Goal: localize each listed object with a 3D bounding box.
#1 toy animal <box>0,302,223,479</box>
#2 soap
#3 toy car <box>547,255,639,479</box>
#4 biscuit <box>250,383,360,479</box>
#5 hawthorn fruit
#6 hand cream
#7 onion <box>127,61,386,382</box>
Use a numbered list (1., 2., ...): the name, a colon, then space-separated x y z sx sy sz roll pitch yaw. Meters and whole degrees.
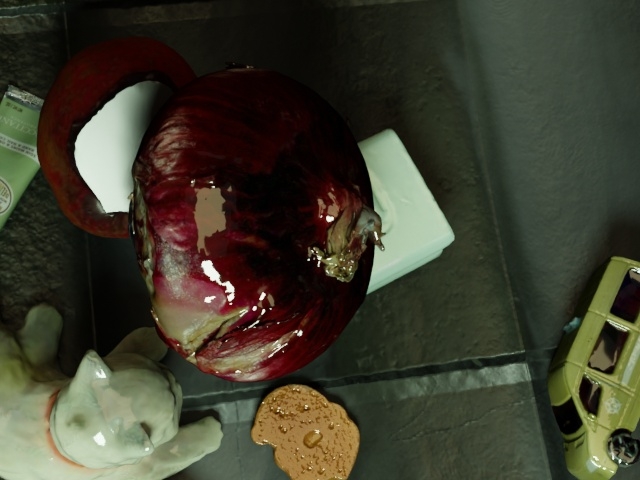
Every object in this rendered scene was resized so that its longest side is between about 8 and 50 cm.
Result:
1. toy animal: -0.288 0.144 1.109 0.266 0.188 0.308 -27 85 -4
2. soap: 0.000 0.000 1.220 0.265 0.087 0.160 -27 82 -12
3. toy car: 0.331 0.149 1.219 0.124 0.101 0.257 27 73 5
4. biscuit: -0.015 0.223 1.199 0.130 0.019 0.102 38 75 3
5. hawthorn fruit: -0.218 -0.120 1.166 0.215 0.215 0.250 -27 46 -12
6. hand cream: -0.373 -0.071 1.213 0.086 0.055 0.235 24 68 -4
7. onion: -0.050 -0.021 1.018 0.232 0.314 0.314 -8 73 34
